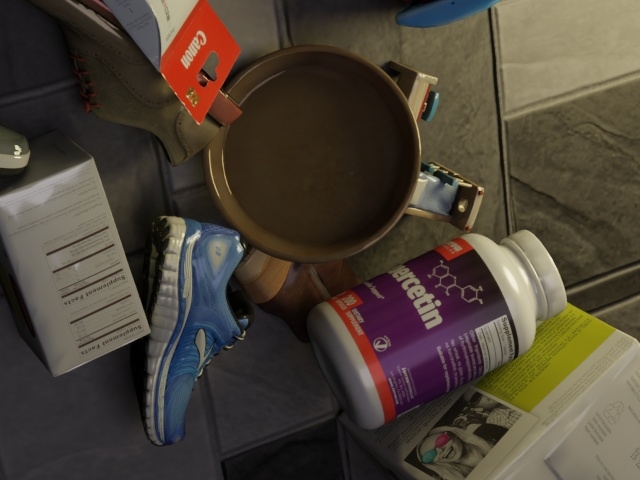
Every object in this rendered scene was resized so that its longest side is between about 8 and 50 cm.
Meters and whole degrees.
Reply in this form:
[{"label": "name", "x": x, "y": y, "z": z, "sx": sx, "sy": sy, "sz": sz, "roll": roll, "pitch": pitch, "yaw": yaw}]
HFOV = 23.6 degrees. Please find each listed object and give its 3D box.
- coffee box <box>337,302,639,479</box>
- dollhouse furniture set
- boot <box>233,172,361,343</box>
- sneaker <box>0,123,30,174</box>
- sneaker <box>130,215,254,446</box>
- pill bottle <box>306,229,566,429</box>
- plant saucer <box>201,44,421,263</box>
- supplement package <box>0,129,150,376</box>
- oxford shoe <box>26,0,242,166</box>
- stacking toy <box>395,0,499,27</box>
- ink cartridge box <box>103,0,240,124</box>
[{"label": "coffee box", "x": 0.300, "y": 0.300, "z": 2.168, "sx": 0.338, "sy": 0.334, "sz": 0.337, "roll": -43, "pitch": 122, "yaw": -10}, {"label": "dollhouse furniture set", "x": 0.147, "y": -0.125, "z": 2.044, "sx": 0.129, "sy": 0.129, "sz": 0.183, "roll": 11, "pitch": 103, "yaw": -31}, {"label": "boot", "x": 0.000, "y": 0.000, "z": 2.058, "sx": 0.248, "sy": 0.090, "sz": 0.207, "roll": -49, "pitch": 136, "yaw": -5}, {"label": "sneaker", "x": -0.439, "y": -0.197, "z": 1.695, "sx": 0.296, "sy": 0.124, "sz": 0.178, "roll": 21, "pitch": 104, "yaw": -22}, {"label": "sneaker", "x": -0.158, "y": 0.125, "z": 1.946, "sx": 0.147, "sy": 0.129, "sz": 0.330, "roll": 3, "pitch": 121, "yaw": -17}, {"label": "pill bottle", "x": 0.156, "y": 0.107, "z": 2.032, "sx": 0.323, "sy": 0.181, "sz": 0.181, "roll": -26, "pitch": 119, "yaw": -10}, {"label": "plant saucer", "x": -0.011, "y": -0.109, "z": 1.942, "sx": 0.278, "sy": 0.041, "sz": 0.277, "roll": 0, "pitch": 87, "yaw": 1}, {"label": "supplement package", "x": -0.318, "y": 0.015, "z": 1.839, "sx": 0.134, "sy": 0.139, "sz": 0.244, "roll": -25, "pitch": 118, "yaw": -19}, {"label": "oxford shoe", "x": -0.248, "y": -0.207, "z": 1.806, "sx": 0.348, "sy": 0.123, "sz": 0.130, "roll": 38, "pitch": 96, "yaw": -31}, {"label": "stacking toy", "x": 0.139, "y": -0.432, "z": 1.924, "sx": 0.175, "sy": 0.166, "sz": 0.301, "roll": -18, "pitch": 104, "yaw": 24}, {"label": "ink cartridge box", "x": -0.164, "y": -0.279, "z": 1.774, "sx": 0.066, "sy": 0.189, "sz": 0.232, "roll": -27, "pitch": 115, "yaw": 31}]
